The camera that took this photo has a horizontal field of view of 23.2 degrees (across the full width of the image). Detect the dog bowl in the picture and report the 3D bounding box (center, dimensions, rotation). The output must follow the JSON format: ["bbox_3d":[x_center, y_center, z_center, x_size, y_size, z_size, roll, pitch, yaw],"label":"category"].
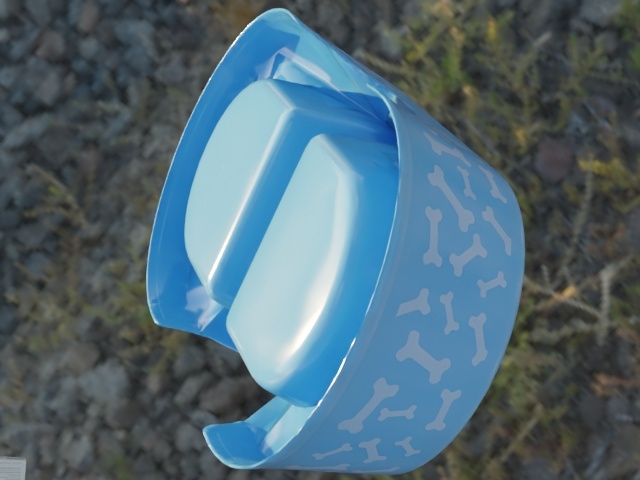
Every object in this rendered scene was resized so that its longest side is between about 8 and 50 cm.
[{"bbox_3d":[0.000,0.000,0.708,0.166,0.074,0.297,-64,23,12],"label":"dog bowl"}]

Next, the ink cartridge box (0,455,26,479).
[{"bbox_3d":[-0.209,0.184,0.919,0.029,0.063,0.115,-1,82,35],"label":"ink cartridge box"}]
